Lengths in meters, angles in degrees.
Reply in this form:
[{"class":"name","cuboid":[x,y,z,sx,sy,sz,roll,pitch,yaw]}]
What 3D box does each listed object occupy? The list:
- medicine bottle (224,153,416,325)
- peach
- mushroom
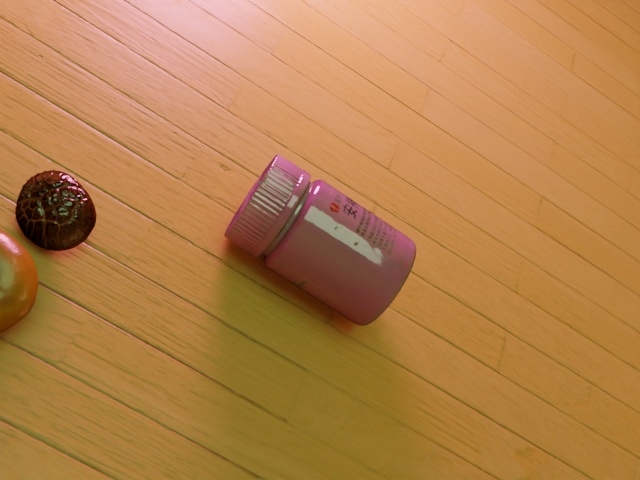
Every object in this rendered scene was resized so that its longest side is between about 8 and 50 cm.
[{"class":"medicine bottle","cuboid":[0.000,0.000,1.304,0.291,0.178,0.178,33,51,-8]},{"class":"peach","cuboid":[-0.481,0.055,1.044,0.179,0.103,0.179,14,54,-20]},{"class":"mushroom","cuboid":[-0.400,-0.046,1.160,0.126,0.085,0.109,38,51,2]}]
